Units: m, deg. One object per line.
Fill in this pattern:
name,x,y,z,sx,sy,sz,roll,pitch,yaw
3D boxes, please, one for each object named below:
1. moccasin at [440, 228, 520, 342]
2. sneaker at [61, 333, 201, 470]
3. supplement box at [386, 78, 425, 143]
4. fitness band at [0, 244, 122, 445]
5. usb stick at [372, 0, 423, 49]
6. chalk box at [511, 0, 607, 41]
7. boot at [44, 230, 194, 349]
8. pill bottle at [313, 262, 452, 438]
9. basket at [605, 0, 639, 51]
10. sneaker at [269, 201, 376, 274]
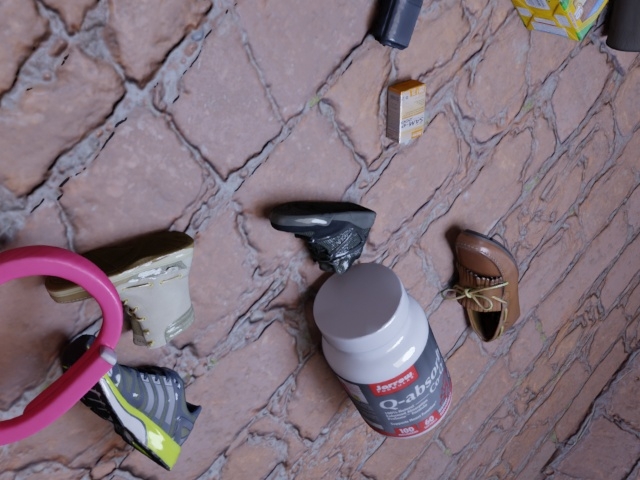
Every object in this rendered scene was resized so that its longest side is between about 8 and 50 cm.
moccasin,0.371,0.114,1.547,0.147,0.139,0.380,-51,148,-19
sneaker,-0.286,0.232,1.039,0.121,0.111,0.300,-55,141,-31
supplement box,0.153,-0.231,1.197,0.062,0.036,0.099,-25,129,-30
fitness band,-0.387,0.137,0.844,0.291,0.054,0.209,-43,119,1
usb stick,0.154,-0.444,1.063,0.077,0.045,0.278,4,111,-43
chalk box,0.474,-0.510,1.255,0.213,0.132,0.132,-55,137,0
boot,-0.278,0.089,0.966,0.213,0.077,0.165,-20,129,-34
pill bottle,0.124,0.221,1.315,0.210,0.210,0.363,-43,136,-15
basket,0.719,-0.551,1.449,0.204,0.154,0.227,-29,127,-29
sneaker,0.000,0.000,1.157,0.227,0.087,0.130,0,108,-49
